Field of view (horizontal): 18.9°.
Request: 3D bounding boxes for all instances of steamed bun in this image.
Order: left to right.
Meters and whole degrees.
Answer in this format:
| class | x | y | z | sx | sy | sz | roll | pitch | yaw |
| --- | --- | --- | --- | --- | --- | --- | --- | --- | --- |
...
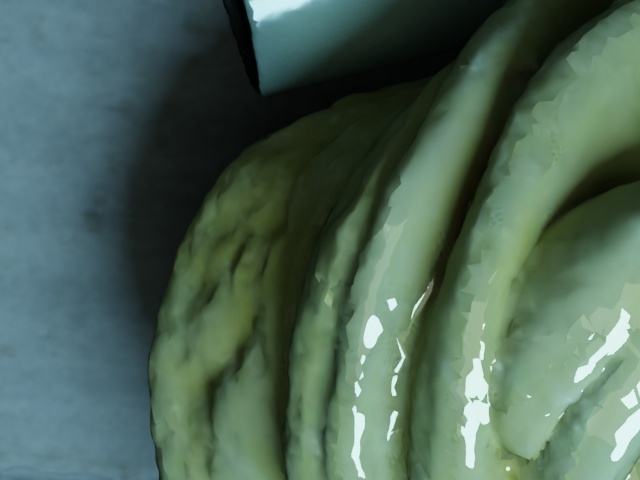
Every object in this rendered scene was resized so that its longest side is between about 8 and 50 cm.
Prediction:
| class | x | y | z | sx | sy | sz | roll | pitch | yaw |
| --- | --- | --- | --- | --- | --- | --- | --- | --- | --- |
| steamed bun | 0.100 | 0.071 | 0.795 | 0.372 | 0.230 | 0.325 | -39 | 130 | 23 |

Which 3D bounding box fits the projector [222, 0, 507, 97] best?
| class | x | y | z | sx | sy | sz | roll | pitch | yaw |
| --- | --- | --- | --- | --- | --- | --- | --- | --- | --- |
| projector | 0.122 | -0.149 | 0.809 | 0.337 | 0.108 | 0.108 | -14 | 114 | -2 |
